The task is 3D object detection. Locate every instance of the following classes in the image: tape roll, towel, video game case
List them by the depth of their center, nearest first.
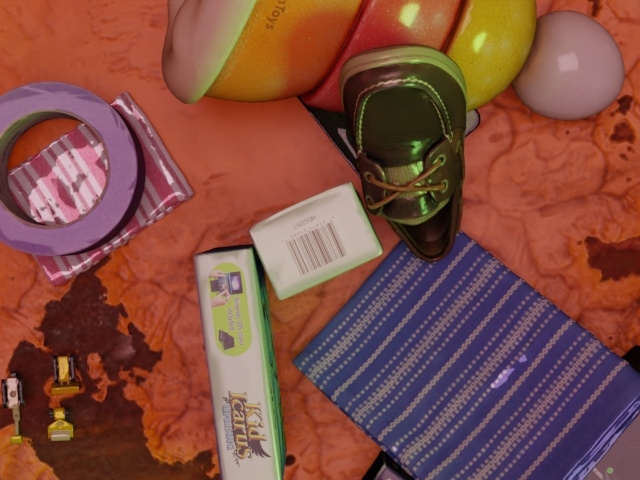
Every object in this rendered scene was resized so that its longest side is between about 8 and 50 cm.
[{"bbox_3d":[-0.078,0.128,1.424,0.061,0.269,0.244,-6,91,0],"label":"video game case"},{"bbox_3d":[0.156,0.146,1.460,0.336,0.040,0.243,41,88,27],"label":"towel"},{"bbox_3d":[-0.289,-0.076,1.496,0.189,0.080,0.189,0,90,0],"label":"tape roll"},{"bbox_3d":[-0.259,-0.057,1.548,0.197,0.029,0.144,-34,90,2],"label":"towel"}]

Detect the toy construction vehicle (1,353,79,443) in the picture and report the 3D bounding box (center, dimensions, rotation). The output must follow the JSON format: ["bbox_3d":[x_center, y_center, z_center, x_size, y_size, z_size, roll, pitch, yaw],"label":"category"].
[{"bbox_3d":[-0.317,0.179,1.554,0.085,0.035,0.098,-5,93,-9],"label":"toy construction vehicle"}]

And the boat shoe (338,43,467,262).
[{"bbox_3d":[0.094,-0.074,1.369,0.123,0.342,0.123,-8,66,4],"label":"boat shoe"}]

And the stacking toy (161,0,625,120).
[{"bbox_3d":[0.099,-0.234,1.432,0.479,0.350,0.351,21,91,-15],"label":"stacking toy"}]

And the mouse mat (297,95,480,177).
[{"bbox_3d":[0.069,-0.162,1.548,0.152,0.007,0.190,-38,89,2],"label":"mouse mat"}]

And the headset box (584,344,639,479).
[{"bbox_3d":[0.347,0.286,1.483,0.246,0.131,0.283,-44,89,2],"label":"headset box"}]

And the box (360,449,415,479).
[{"bbox_3d":[0.109,0.355,1.503,0.207,0.108,0.153,34,91,1],"label":"box"}]

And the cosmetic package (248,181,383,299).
[{"bbox_3d":[0.000,0.000,1.439,0.117,0.231,0.085,-24,90,1],"label":"cosmetic package"}]
